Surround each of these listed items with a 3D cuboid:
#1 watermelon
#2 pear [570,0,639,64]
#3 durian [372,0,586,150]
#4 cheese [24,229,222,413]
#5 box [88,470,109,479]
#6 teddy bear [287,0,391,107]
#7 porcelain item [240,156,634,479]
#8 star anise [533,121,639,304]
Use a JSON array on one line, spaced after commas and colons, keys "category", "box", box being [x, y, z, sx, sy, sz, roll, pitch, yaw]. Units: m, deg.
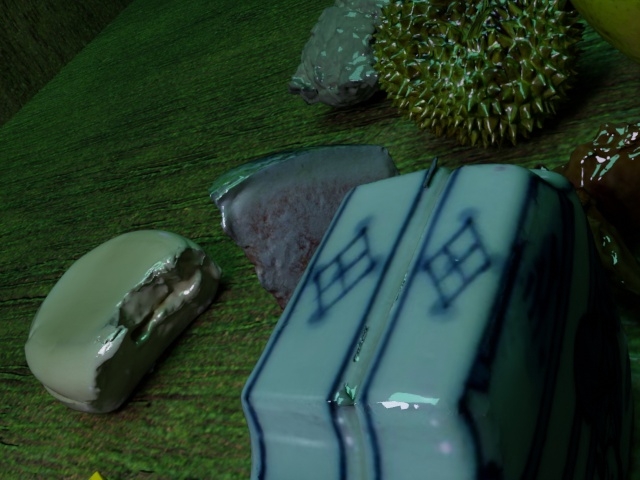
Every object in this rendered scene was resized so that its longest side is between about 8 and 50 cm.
[{"category": "watermelon", "box": [0.000, 0.000, 0.833, 0.193, 0.310, 0.232, -41, 70, -9]}, {"category": "pear", "box": [0.417, -0.332, 0.726, 0.391, 0.391, 0.391, -24, 33, 17]}, {"category": "durian", "box": [0.196, -0.244, 0.957, 0.291, 0.225, 0.291, -5, 69, 13]}, {"category": "cheese", "box": [-0.261, 0.099, 0.995, 0.233, 0.127, 0.266, 2, 49, 44]}, {"category": "box", "box": [-0.286, 0.370, 0.736, 0.269, 0.043, 0.152, -45, 33, -18]}, {"category": "teddy bear", "box": [0.108, -0.346, 1.221, 0.367, 0.224, 0.357, -50, 33, 4]}, {"category": "porcelain item", "box": [0.100, 0.111, 0.493, 0.157, 0.286, 0.281, -4, 41, 36]}, {"category": "star anise", "box": [0.192, -0.008, 0.700, 0.346, 0.148, 0.237, -15, 33, 12]}]
